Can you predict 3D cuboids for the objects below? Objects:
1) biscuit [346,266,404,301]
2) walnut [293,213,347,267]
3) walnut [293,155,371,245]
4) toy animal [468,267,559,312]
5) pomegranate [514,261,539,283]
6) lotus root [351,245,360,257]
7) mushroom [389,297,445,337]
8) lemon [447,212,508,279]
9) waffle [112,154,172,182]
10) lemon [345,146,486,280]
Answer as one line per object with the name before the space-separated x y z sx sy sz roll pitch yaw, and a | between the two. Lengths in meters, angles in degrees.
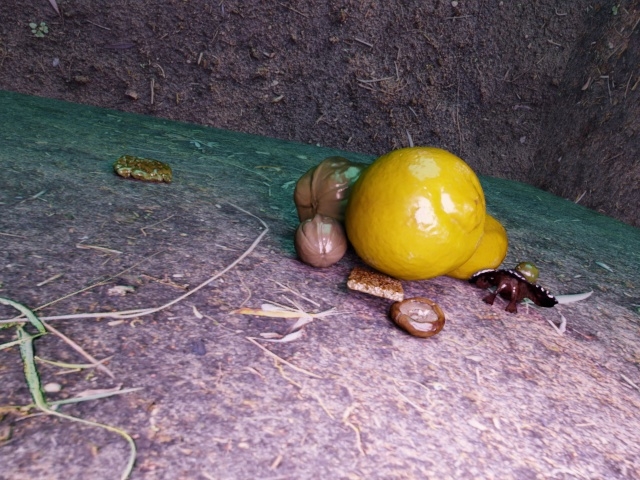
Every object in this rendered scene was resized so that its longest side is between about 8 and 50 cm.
biscuit | 0.130 0.097 1.052 0.131 0.025 0.231 14 6 5
walnut | 0.000 0.001 1.154 0.140 0.140 0.162 12 10 0
walnut | 0.066 -0.117 1.346 0.276 0.282 0.253 -3 62 -52
toy animal | 0.509 0.113 1.172 0.218 0.116 0.179 15 19 28
pomegranate | 0.627 0.102 1.361 0.073 0.073 0.084 27 -12 36
lotus root | 0.155 0.018 1.270 0.165 0.088 0.088 -7 26 -26
mushroom | 0.202 0.162 0.939 0.123 0.052 0.123 2 22 -1
lemon | 0.418 0.011 1.274 0.260 0.204 0.204 0 22 -26
waffle | -0.647 -0.267 1.628 0.204 0.054 0.223 4 22 -20
lemon | 0.222 -0.062 1.082 0.347 0.348 0.348 11 19 -4
